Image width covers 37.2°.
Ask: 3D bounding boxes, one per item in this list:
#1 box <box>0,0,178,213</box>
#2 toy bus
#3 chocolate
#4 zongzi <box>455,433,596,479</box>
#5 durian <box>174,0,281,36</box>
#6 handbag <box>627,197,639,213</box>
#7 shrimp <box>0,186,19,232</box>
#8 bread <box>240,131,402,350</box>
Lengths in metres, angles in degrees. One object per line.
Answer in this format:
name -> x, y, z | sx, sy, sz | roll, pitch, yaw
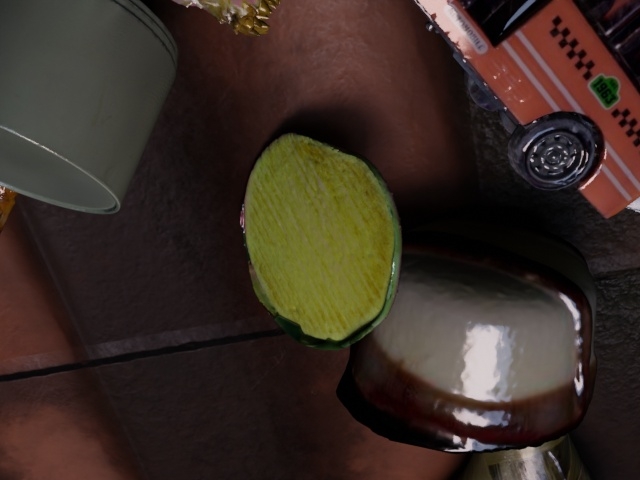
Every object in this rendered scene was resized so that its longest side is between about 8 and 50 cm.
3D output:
box -> -0.251, -0.136, 0.818 | 0.226, 0.149, 0.226 | 18, 165, 5
toy bus -> 0.176, -0.233, 0.806 | 0.233, 0.203, 0.427 | -38, 120, 17
chocolate -> 0.159, 0.075, 1.006 | 0.284, 0.283, 0.186 | -4, 110, 0
zongzi -> 0.200, 0.310, 1.247 | 0.289, 0.154, 0.317 | -24, 103, 18
durian -> -0.122, -0.278, 0.777 | 0.260, 0.154, 0.186 | 40, 113, -1
handbag -> 0.419, -0.078, 0.972 | 0.221, 0.057, 0.144 | 20, 116, 12
shrimp -> -0.445, -0.050, 0.990 | 0.290, 0.054, 0.222 | -40, 118, 14
bread -> 0.000, 0.000, 0.974 | 0.034, 0.228, 0.228 | -10, 136, -43
